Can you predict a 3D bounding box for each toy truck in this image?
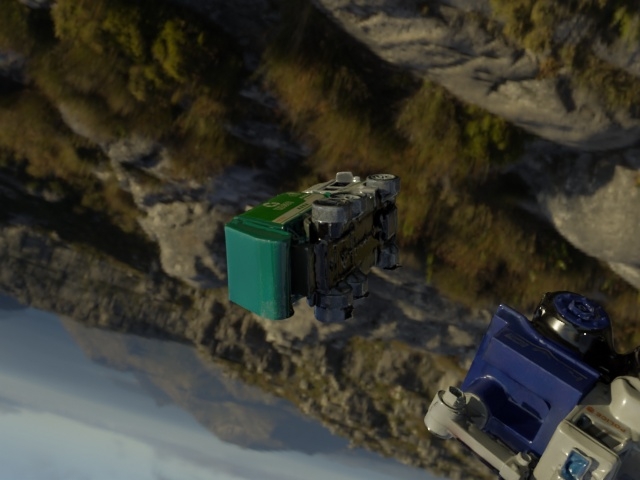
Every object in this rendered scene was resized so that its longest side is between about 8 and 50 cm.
[{"bbox_3d":[0.000,0.000,0.825,0.124,0.114,0.253,6,-162,21],"label":"toy truck"},{"bbox_3d":[0.219,0.159,0.714,0.213,0.161,0.177,33,-148,27],"label":"toy truck"}]
